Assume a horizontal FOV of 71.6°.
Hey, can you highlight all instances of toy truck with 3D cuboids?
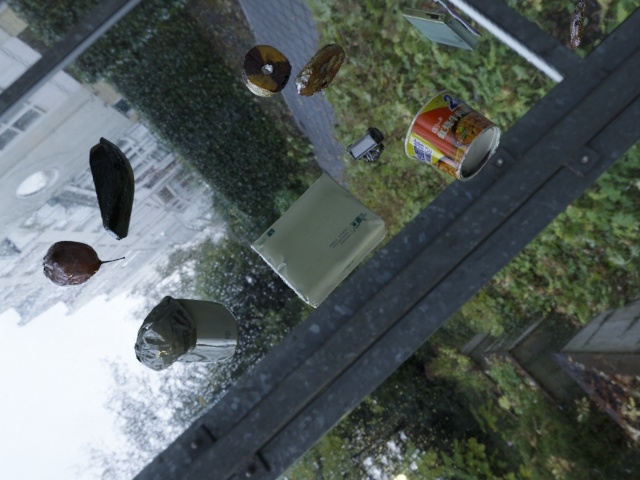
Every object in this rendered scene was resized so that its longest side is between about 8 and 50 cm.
[{"bbox_3d":[0.186,-0.361,1.725,0.111,0.136,0.286,53,-158,-2],"label":"toy truck"}]

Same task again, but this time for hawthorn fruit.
[{"bbox_3d":[-0.329,0.033,0.622,0.103,0.067,0.067,7,-155,-36],"label":"hawthorn fruit"}]

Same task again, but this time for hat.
[{"bbox_3d":[-0.354,0.268,1.188,0.244,0.215,0.149,5,-161,7],"label":"hat"}]

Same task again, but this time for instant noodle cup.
[{"bbox_3d":[0.361,-0.271,1.190,0.174,0.213,0.213,42,176,31],"label":"instant noodle cup"}]

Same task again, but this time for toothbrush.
[{"bbox_3d":[0.382,-0.637,1.255,0.193,0.013,0.019,44,-172,7],"label":"toothbrush"}]

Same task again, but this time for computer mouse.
[{"bbox_3d":[-0.577,-0.147,1.268,0.168,0.087,0.296,132,126,-80],"label":"computer mouse"}]

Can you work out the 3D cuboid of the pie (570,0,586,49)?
[{"bbox_3d":[0.663,-0.549,1.150,0.034,0.092,0.170,1,172,23],"label":"pie"}]

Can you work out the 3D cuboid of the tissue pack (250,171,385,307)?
[{"bbox_3d":[0.000,0.000,1.536,0.297,0.380,0.207,41,173,17],"label":"tissue pack"}]

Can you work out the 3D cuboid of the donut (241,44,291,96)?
[{"bbox_3d":[-0.146,-0.448,1.188,0.140,0.140,0.059,47,152,-8],"label":"donut"}]

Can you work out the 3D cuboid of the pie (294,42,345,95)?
[{"bbox_3d":[-0.001,-0.765,1.993,0.085,0.308,0.308,43,178,6],"label":"pie"}]

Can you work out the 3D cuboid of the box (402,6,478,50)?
[{"bbox_3d":[0.455,-0.805,1.684,0.210,0.045,0.270,20,-161,-33],"label":"box"}]
